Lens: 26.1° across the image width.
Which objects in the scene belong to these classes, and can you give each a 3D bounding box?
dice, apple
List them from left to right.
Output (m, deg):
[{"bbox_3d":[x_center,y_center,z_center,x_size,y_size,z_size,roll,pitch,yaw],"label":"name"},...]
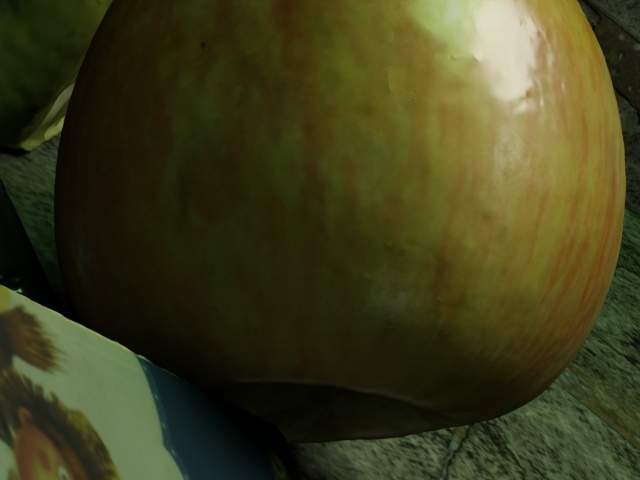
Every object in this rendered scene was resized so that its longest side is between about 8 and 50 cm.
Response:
[{"bbox_3d":[-0.260,-0.238,1.200,0.226,0.238,0.233,38,20,-2],"label":"dice"},{"bbox_3d":[0.011,-0.049,0.917,0.391,0.391,0.347,16,69,-46],"label":"apple"}]

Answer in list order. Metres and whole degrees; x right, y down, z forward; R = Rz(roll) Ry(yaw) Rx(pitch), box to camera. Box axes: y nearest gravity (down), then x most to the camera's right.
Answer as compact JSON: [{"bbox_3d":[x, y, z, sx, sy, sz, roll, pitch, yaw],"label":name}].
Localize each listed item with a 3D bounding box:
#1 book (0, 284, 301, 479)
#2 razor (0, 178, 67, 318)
[{"bbox_3d":[-0.087,0.172,0.638,0.428,0.039,0.300,38,28,-56],"label":"book"},{"bbox_3d":[-0.220,0.059,0.816,0.189,0.107,0.327,10,39,-55],"label":"razor"}]
